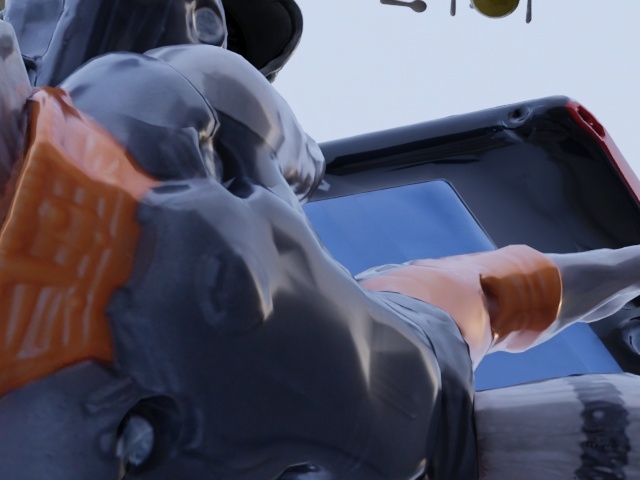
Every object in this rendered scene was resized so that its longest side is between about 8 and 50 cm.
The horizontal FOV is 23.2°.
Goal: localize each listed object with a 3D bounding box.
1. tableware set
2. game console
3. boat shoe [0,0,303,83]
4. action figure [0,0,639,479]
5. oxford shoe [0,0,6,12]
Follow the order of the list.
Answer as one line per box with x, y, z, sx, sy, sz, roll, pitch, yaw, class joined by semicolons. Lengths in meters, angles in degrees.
0.129;-0.258;1.440;0.024;0.154;0.104;-66;-19;-55;tableware set
0.084;0.047;1.114;0.342;0.386;0.060;46;-133;-40;game console
-0.103;-0.056;0.577;0.219;0.070;0.078;-27;-81;-35;boat shoe
0.000;0.000;0.422;0.330;0.178;0.341;22;-113;-39;action figure
-0.141;-0.054;0.849;0.146;0.397;0.140;5;-101;-9;oxford shoe
